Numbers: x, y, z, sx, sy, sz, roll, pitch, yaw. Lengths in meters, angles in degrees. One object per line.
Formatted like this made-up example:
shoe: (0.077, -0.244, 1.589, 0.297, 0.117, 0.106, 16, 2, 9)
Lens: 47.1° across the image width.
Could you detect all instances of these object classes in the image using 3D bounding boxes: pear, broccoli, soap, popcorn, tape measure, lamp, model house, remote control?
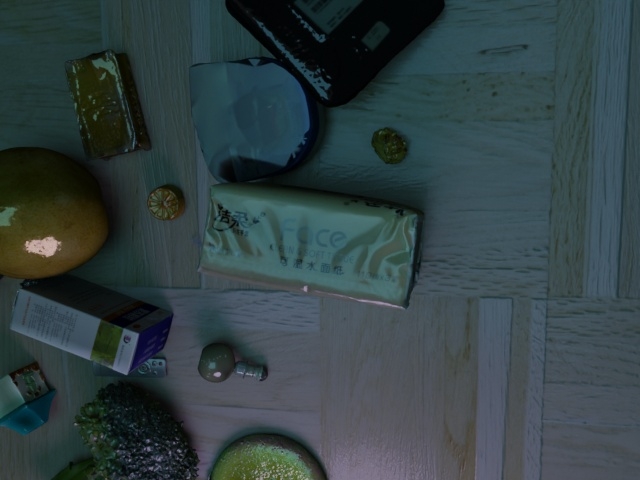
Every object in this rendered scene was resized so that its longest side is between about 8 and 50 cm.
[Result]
pear: (-0.634, -0.063, 1.620, 0.314, 0.314, 0.314, 2, 99, 11)
broccoli: (-0.504, 0.512, 1.754, 0.397, 0.275, 0.353, 4, 82, 31)
soap: (-0.484, -0.303, 1.665, 0.135, 0.076, 0.233, -11, 98, 14)
popcorn: (0.145, -0.202, 1.557, 0.057, 0.083, 0.082, -37, 67, -12)
tape measure: (-0.126, -0.265, 1.569, 0.262, 0.138, 0.259, -10, 98, 13)
lamp: (-0.201, 0.295, 1.706, 0.163, 0.091, 0.091, 17, 102, -7)
model house: (-0.726, 0.393, 1.797, 0.100, 0.127, 0.149, -30, 89, 14)
remote control: (-0.462, 0.306, 1.784, 0.184, 0.027, 0.050, 1, 100, 6)

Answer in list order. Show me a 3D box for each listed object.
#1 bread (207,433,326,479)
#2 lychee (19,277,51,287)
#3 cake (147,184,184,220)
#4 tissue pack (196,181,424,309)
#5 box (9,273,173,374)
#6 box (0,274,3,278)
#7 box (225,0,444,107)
bread: (-0.131, 0.601, 1.756, 0.301, 0.045, 0.301, 2, 98, 12)
lychee: (-0.686, 0.107, 1.772, 0.083, 0.068, 0.067, 11, 81, 8)
cake: (-0.356, -0.086, 1.689, 0.084, 0.044, 0.084, 2, 101, 10)
tissue pack: (0.000, 0.000, 1.488, 0.404, 0.332, 0.205, 8, 96, 10)
box: (-0.520, 0.184, 1.684, 0.299, 0.200, 0.106, 18, 100, 8)
box: (-0.857, 0.003, 1.744, 0.149, 0.155, 0.231, -40, 91, 22)
box: (0.030, -0.490, 1.476, 0.350, 0.091, 0.359, 45, 83, 3)
